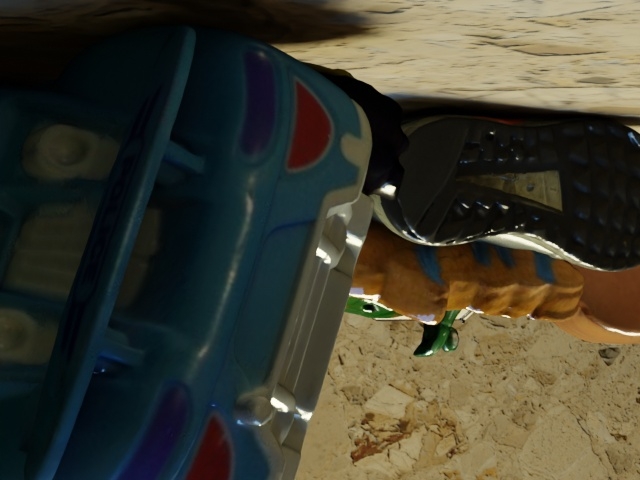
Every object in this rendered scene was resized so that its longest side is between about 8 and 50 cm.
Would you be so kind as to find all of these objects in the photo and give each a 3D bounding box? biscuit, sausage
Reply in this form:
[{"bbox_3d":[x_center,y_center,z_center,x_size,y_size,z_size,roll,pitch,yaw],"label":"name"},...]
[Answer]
[{"bbox_3d":[0.014,-0.013,0.818,0.280,0.043,0.183,19,-165,-17],"label":"biscuit"},{"bbox_3d":[0.215,0.017,1.179,0.121,0.121,0.304,-1,177,6],"label":"sausage"}]

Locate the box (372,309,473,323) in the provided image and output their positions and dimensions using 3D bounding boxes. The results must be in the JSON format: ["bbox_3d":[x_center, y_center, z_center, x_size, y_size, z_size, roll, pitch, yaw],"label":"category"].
[{"bbox_3d":[0.115,0.016,1.312,0.129,0.033,0.247,-45,162,17],"label":"box"}]

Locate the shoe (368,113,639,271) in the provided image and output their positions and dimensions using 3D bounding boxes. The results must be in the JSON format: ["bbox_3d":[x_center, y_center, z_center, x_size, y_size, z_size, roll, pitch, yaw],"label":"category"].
[{"bbox_3d":[0.091,-0.029,0.781,0.194,0.074,0.077,5,-173,-37],"label":"shoe"}]

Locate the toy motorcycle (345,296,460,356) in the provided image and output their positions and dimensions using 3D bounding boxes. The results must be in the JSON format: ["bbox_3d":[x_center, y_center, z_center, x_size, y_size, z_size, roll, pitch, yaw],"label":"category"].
[{"bbox_3d":[-0.003,0.009,1.064,0.275,0.124,0.187,0,169,39],"label":"toy motorcycle"}]

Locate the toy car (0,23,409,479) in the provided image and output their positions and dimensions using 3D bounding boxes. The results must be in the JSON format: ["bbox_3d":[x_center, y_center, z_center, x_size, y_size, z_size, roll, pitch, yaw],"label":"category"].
[{"bbox_3d":[-0.111,0.019,0.570,0.166,0.198,0.314,28,163,-36],"label":"toy car"}]
